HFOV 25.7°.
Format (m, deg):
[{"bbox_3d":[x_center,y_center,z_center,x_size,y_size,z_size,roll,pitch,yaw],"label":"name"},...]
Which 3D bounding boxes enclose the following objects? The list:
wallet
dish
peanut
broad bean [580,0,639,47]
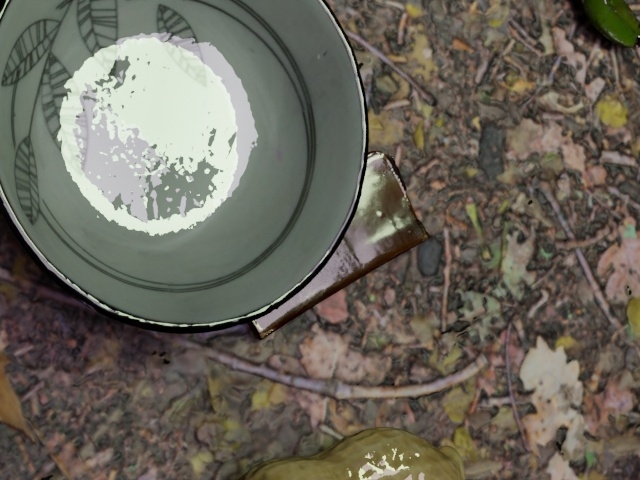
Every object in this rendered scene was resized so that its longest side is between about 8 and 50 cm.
[{"bbox_3d":[0.000,0.000,1.159,0.176,0.026,0.095,-31,99,-19],"label":"wallet"},{"bbox_3d":[-0.120,-0.085,1.072,0.316,0.106,0.316,3,84,-25],"label":"dish"},{"bbox_3d":[0.020,0.208,1.117,0.228,0.085,0.104,-17,101,-26],"label":"peanut"},{"bbox_3d":[0.252,-0.264,1.288,0.061,0.046,0.195,-25,100,-36],"label":"broad bean"}]
